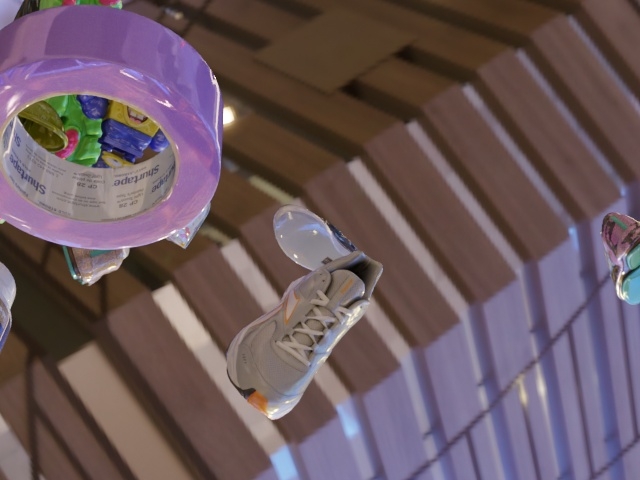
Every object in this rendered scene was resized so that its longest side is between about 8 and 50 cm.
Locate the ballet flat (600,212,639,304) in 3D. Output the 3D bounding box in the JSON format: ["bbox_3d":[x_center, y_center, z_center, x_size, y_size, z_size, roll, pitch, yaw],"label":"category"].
[{"bbox_3d":[0.418,0.016,1.692,0.077,0.221,0.079,-38,-118,0],"label":"ballet flat"}]

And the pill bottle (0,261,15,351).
[{"bbox_3d":[-0.542,0.140,1.814,0.153,0.153,0.264,-9,-146,11],"label":"pill bottle"}]

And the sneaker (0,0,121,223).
[{"bbox_3d":[-0.468,-0.251,2.133,0.185,0.482,0.202,14,-166,-34],"label":"sneaker"}]

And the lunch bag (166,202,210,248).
[{"bbox_3d":[-0.192,-0.044,1.671,0.053,0.071,0.083,26,-100,37],"label":"lunch bag"}]

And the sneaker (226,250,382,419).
[{"bbox_3d":[-0.012,0.088,1.364,0.121,0.099,0.262,-43,-173,35],"label":"sneaker"}]

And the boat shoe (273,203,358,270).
[{"bbox_3d":[0.000,0.000,1.976,0.080,0.228,0.076,-40,-140,17],"label":"boat shoe"}]

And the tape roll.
[{"bbox_3d":[-0.241,-0.114,1.318,0.275,0.274,0.090,-10,-134,9],"label":"tape roll"}]

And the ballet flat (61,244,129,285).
[{"bbox_3d":[-0.373,0.020,2.072,0.106,0.107,0.316,-20,-170,-11],"label":"ballet flat"}]

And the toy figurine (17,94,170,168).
[{"bbox_3d":[-0.340,-0.204,1.994,0.191,0.363,0.217,-12,-123,62],"label":"toy figurine"}]
